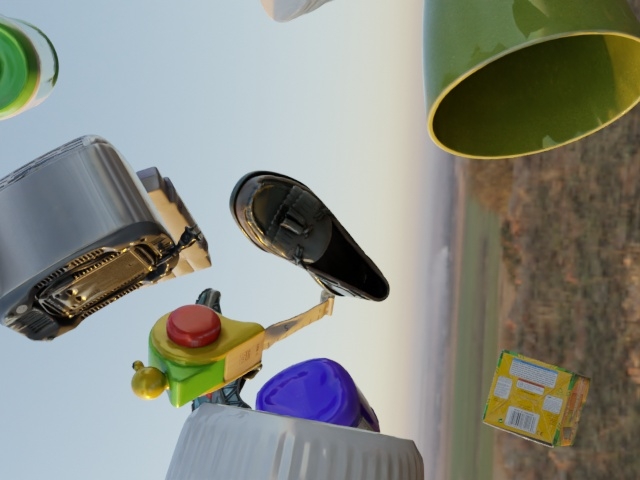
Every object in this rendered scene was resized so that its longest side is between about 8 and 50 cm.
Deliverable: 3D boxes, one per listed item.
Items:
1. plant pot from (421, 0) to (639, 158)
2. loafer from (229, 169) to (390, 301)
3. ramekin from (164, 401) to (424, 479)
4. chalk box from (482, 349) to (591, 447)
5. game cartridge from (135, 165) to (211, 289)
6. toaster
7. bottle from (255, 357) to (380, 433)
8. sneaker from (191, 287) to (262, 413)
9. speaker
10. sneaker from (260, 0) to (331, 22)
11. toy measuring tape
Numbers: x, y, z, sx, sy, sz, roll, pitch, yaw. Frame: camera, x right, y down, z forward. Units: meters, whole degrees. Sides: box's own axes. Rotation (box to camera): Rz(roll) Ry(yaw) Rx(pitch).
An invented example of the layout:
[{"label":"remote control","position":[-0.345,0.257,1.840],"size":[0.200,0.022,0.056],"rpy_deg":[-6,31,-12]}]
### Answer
[{"label":"plant pot","position":[0.237,-0.295,1.091],"size":[0.275,0.275,0.293],"rpy_deg":[78,-179,-68]},{"label":"loafer","position":[0.000,0.000,1.060],"size":[0.267,0.084,0.096],"rpy_deg":[38,-101,-47]},{"label":"ramekin","position":[-0.019,0.188,0.653],"size":[0.207,0.207,0.109],"rpy_deg":[65,-146,-77]},{"label":"chalk box","position":[0.389,0.279,1.541],"size":[0.213,0.132,0.132],"rpy_deg":[22,-96,-63]},{"label":"game cartridge","position":[-0.332,-0.006,1.520],"size":[0.355,0.230,0.068],"rpy_deg":[74,174,-67]},{"label":"toaster","position":[-0.255,-0.009,0.918],"size":[0.146,0.227,0.129],"rpy_deg":[59,179,22]},{"label":"bottle","position":[0.013,0.232,1.058],"size":[0.092,0.118,0.283],"rpy_deg":[63,-179,30]},{"label":"sneaker","position":[-0.165,0.210,1.540],"size":[0.104,0.125,0.262],"rpy_deg":[98,168,-70]},{"label":"speaker","position":[-0.403,-0.220,1.100],"size":[0.296,0.131,0.131],"rpy_deg":[-133,44,-74]},{"label":"sneaker","position":[0.036,-0.283,0.864],"size":[0.094,0.212,0.080],"rpy_deg":[-29,-78,-46]},{"label":"toy measuring tape","position":[-0.124,0.120,1.169],"size":[0.330,0.121,0.121],"rpy_deg":[-27,-53,-42]}]
